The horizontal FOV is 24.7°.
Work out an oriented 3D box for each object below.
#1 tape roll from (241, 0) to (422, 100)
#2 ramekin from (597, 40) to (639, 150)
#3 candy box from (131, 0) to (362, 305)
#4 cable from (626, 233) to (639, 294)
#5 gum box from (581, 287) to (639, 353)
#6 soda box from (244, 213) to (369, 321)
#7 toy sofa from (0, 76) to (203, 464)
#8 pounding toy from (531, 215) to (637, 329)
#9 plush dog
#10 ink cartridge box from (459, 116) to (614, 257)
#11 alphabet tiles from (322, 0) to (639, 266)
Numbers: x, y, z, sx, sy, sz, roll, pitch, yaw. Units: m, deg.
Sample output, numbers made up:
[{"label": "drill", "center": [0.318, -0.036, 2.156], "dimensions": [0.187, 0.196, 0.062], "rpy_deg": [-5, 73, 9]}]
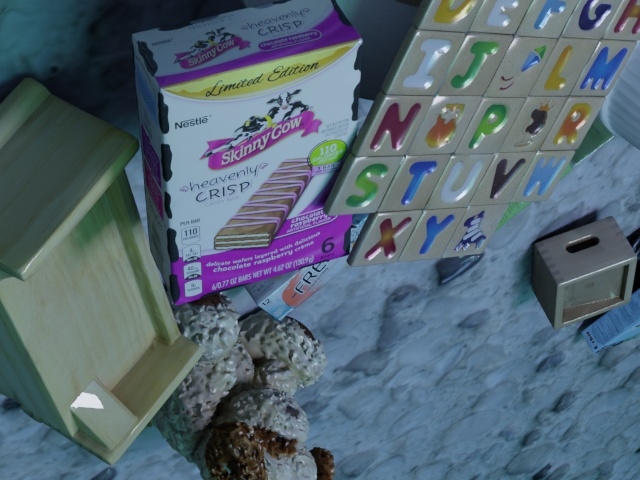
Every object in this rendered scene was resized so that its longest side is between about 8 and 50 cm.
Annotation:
[{"label": "tape roll", "center": [0.102, -0.288, 1.127], "dimensions": [0.392, 0.072, 0.392], "rpy_deg": [-13, 130, -16]}, {"label": "ramekin", "center": [0.451, -0.189, 1.653], "dimensions": [0.273, 0.127, 0.273], "rpy_deg": [-25, 147, -18]}, {"label": "candy box", "center": [-0.055, -0.068, 1.136], "dimensions": [0.159, 0.071, 0.233], "rpy_deg": [-16, 138, -16]}, {"label": "cable", "center": [0.464, 0.026, 2.044], "dimensions": [0.184, 0.047, 0.150], "rpy_deg": [-26, 156, -10]}, {"label": "gum box", "center": [0.486, 0.089, 2.092], "dimensions": [0.157, 0.041, 0.184], "rpy_deg": [-16, 161, -36]}, {"label": "soda box", "center": [0.000, 0.000, 1.515], "dimensions": [0.183, 0.063, 0.058], "rpy_deg": [-40, 149, 5]}, {"label": "toy sofa", "center": [-0.236, 0.029, 1.268], "dimensions": [0.150, 0.177, 0.362], "rpy_deg": [-52, 156, -25]}, {"label": "pounding toy", "center": [0.347, 0.032, 1.897], "dimensions": [0.141, 0.100, 0.130], "rpy_deg": [-20, 146, -8]}, {"label": "plush dog", "center": [-0.092, 0.194, 1.525], "dimensions": [0.210, 0.225, 0.262], "rpy_deg": [-45, 149, 12]}, {"label": "ink cartridge box", "center": [0.191, -0.092, 1.540], "dimensions": [0.209, 0.109, 0.062], "rpy_deg": [-38, 150, 3]}, {"label": "alphabet tiles", "center": [0.150, -0.120, 1.194], "dimensions": [0.285, 0.011, 0.342], "rpy_deg": [-4, 130, -43]}]
